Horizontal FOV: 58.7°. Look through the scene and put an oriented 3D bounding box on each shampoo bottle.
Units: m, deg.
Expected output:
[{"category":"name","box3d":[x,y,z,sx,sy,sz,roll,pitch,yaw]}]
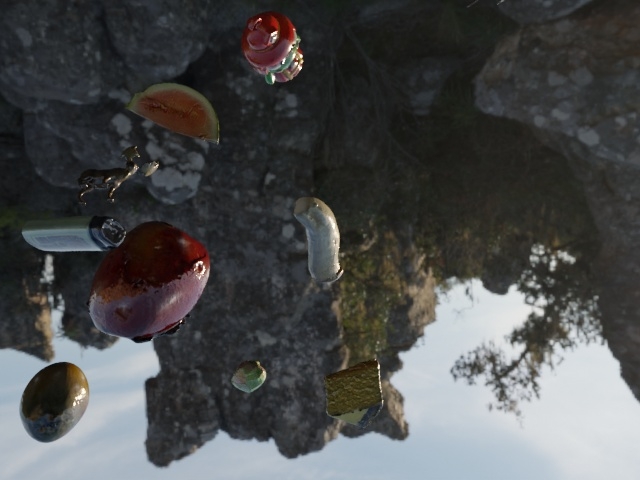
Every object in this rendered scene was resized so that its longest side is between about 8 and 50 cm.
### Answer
[{"category":"shampoo bottle","box3d":[-0.711,-0.014,1.660,0.359,0.078,0.134,-1,144,31]}]

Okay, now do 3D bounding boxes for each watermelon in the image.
[{"category":"watermelon","box3d":[-0.433,-0.421,1.790,0.303,0.128,0.159,22,-155,-3]}]

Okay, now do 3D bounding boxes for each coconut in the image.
[{"category":"coconut","box3d":[-0.180,0.344,1.452,0.082,0.083,0.081,2,-139,38]}]

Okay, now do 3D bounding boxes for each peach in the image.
[{"category":"peach","box3d":[-0.586,0.137,1.913,0.339,0.417,0.353,30,170,20]}]

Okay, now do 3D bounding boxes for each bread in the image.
[{"category":"bread","box3d":[0.091,0.383,1.456,0.127,0.147,0.152,26,125,-26]}]

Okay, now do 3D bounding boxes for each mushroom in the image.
[{"category":"mushroom","box3d":[0.000,0.000,1.683,0.122,0.351,0.095,-32,-132,-16]}]

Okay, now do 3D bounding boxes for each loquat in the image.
[{"category":"loquat","box3d":[-0.743,0.451,1.590,0.179,0.179,0.227,-4,-139,5]}]

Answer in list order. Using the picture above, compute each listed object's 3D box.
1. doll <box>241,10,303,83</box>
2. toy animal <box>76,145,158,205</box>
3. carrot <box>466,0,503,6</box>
[{"category":"doll","box3d":[-0.156,-0.606,1.747,0.160,0.183,0.363,39,-175,7]},{"category":"toy animal","box3d":[-0.588,-0.191,1.626,0.214,0.094,0.186,-3,-143,10]},{"category":"carrot","box3d":[0.361,-0.692,1.326,0.331,0.214,0.193,35,-179,1]}]
